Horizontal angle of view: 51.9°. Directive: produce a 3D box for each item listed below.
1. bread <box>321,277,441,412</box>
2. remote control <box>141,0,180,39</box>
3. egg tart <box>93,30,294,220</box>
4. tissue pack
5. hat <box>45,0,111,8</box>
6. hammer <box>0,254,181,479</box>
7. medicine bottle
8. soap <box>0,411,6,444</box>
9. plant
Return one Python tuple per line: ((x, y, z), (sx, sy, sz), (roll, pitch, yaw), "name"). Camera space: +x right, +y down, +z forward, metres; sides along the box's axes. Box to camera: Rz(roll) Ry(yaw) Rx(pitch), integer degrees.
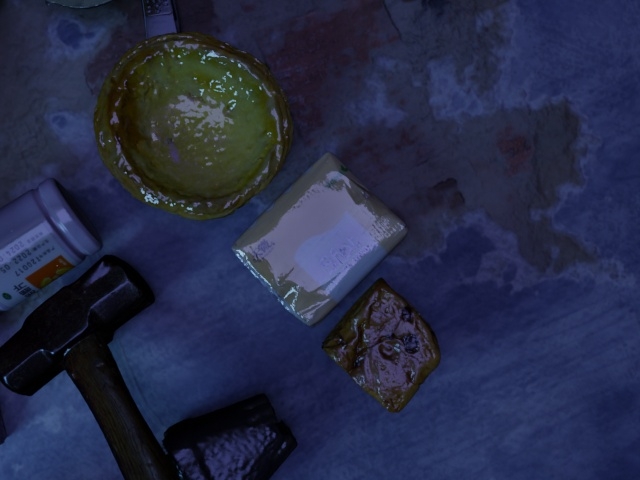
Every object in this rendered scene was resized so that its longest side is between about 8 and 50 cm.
((0.094, 0.152, 0.994), (0.149, 0.158, 0.143), (41, 93, -4), "bread")
((-0.261, -0.412, 1.035), (0.059, 0.028, 0.212), (-8, 90, 1), "remote control")
((-0.190, -0.167, 0.995), (0.294, 0.123, 0.293), (0, 87, -5), "egg tart")
((0.000, 0.000, 1.018), (0.222, 0.090, 0.186), (-44, 90, -2), "tissue pack")
((-0.345, -0.463, 0.988), (0.252, 0.110, 0.251), (1, 98, 5), "hat")
((-0.288, 0.232, 0.921), (0.242, 0.095, 0.409), (-37, 63, -4), "hammer")
((-0.460, 0.027, 0.962), (0.250, 0.133, 0.133), (-34, 92, -10), "medicine bottle")
((-0.631, 0.252, 0.993), (0.260, 0.081, 0.181), (-9, 91, -3), "soap")
((-0.163, 0.340, 0.991), (0.256, 0.142, 0.164), (-31, 92, -13), "plant")
